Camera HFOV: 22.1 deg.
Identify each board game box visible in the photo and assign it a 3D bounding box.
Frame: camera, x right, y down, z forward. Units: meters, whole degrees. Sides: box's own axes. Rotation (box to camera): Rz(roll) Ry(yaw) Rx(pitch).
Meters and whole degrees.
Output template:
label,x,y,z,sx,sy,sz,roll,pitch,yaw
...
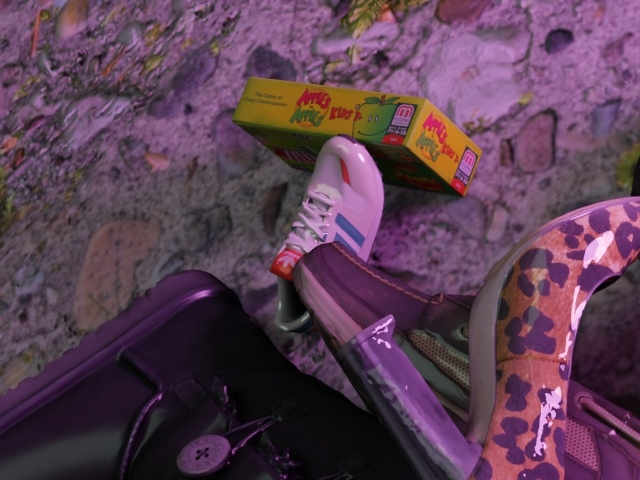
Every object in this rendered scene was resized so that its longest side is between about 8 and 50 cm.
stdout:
label,x,y,z,sx,sy,sz,roll,pitch,yaw
board game box,0.028,-0.084,1.306,0.181,0.092,0.043,12,74,39

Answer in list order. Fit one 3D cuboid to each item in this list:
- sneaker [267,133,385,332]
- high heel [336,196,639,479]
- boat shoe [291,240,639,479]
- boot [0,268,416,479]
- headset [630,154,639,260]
label,x,y,z,sx,sy,sz,roll,pitch,yaw
sneaker,0.000,0.000,1.248,0.057,0.075,0.161,26,119,31
high heel,0.161,0.088,1.024,0.261,0.093,0.186,-28,76,-20
boat shoe,0.121,0.106,1.133,0.130,0.132,0.355,-40,56,-11
boot,-0.091,0.245,1.140,0.367,0.146,0.445,-45,45,-6
headset,0.343,-0.050,0.996,0.394,0.185,0.243,9,73,51
